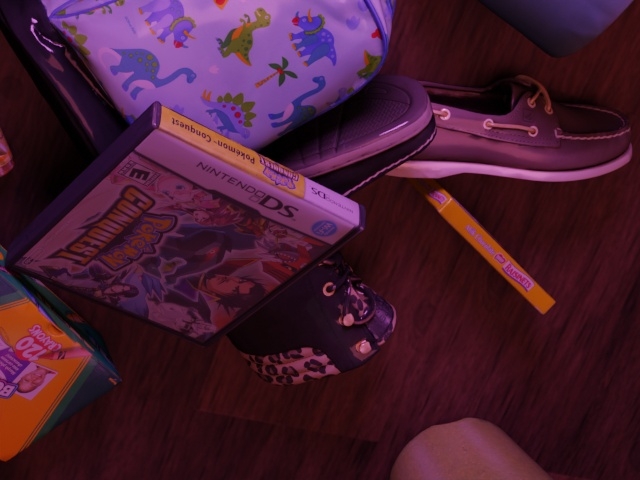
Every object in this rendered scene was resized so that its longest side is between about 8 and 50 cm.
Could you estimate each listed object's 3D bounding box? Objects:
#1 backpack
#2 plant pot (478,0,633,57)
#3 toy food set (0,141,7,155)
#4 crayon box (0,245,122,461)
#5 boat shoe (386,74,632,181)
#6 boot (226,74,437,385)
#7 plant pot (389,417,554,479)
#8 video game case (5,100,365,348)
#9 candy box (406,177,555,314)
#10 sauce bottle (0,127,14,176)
[{"bbox_3d":[-0.099,-0.209,1.370,0.355,0.273,0.290,-34,116,-10],"label":"backpack"},{"bbox_3d":[0.207,-0.362,1.355,0.235,0.293,0.293,28,105,-13],"label":"plant pot"},{"bbox_3d":[-0.433,-0.069,1.372,0.218,0.071,0.128,-9,155,7],"label":"toy food set"},{"bbox_3d":[-0.356,0.111,1.479,0.165,0.081,0.278,-35,141,3],"label":"crayon box"},{"bbox_3d":[0.203,-0.132,1.559,0.324,0.116,0.096,0,119,-10],"label":"boat shoe"},{"bbox_3d":[0.000,0.000,1.518,0.377,0.138,0.284,-25,124,17],"label":"boot"},{"bbox_3d":[0.205,0.360,1.723,0.276,0.254,0.276,-7,117,-14],"label":"plant pot"},{"bbox_3d":[-0.136,-0.003,1.382,0.248,0.035,0.275,25,135,-30],"label":"video game case"},{"bbox_3d":[0.187,0.000,1.623,0.027,0.105,0.206,-46,120,3],"label":"candy box"},{"bbox_3d":[-0.355,-0.125,1.433,0.042,0.042,0.128,-21,122,-6],"label":"sauce bottle"}]
